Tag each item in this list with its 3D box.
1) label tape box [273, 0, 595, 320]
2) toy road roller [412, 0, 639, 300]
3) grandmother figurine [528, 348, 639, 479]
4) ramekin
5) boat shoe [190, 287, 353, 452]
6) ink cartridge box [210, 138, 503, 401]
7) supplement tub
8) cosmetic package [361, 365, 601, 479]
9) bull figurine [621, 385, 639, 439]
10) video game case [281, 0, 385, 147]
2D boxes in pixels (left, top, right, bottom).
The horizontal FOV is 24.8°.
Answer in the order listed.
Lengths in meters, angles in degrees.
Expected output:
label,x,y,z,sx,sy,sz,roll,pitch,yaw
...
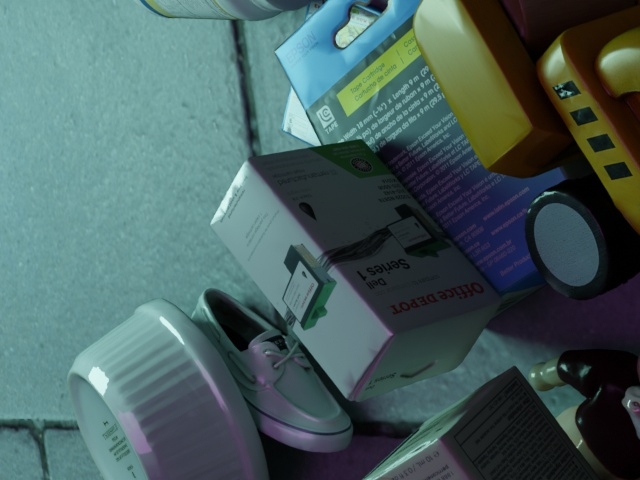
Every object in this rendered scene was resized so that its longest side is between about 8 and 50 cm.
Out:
label,x,y,z,sx,sy,sz,roll,pitch,yaw
label tape box,0.126,-0.103,1.375,0.240,0.106,0.334,-37,73,42
toy road roller,0.253,-0.136,1.147,0.330,0.202,0.240,61,148,13
grandmother figurine,0.262,0.184,1.311,0.208,0.104,0.342,46,129,17
ramekin,-0.180,0.213,1.640,0.273,0.127,0.273,46,151,34
boat shoe,-0.060,0.140,1.604,0.258,0.095,0.084,32,123,34
ink cartridge box,0.033,0.021,1.305,0.219,0.160,0.093,49,129,24
supplement tub,-0.103,-0.303,1.525,0.199,0.144,0.144,9,104,42
cosmetic package,0.183,0.279,1.249,0.129,0.153,0.296,-39,84,38
bull figurine,0.396,0.116,1.120,0.310,0.101,0.188,13,108,12
video game case,0.020,-0.172,1.525,0.119,0.015,0.166,30,118,36
